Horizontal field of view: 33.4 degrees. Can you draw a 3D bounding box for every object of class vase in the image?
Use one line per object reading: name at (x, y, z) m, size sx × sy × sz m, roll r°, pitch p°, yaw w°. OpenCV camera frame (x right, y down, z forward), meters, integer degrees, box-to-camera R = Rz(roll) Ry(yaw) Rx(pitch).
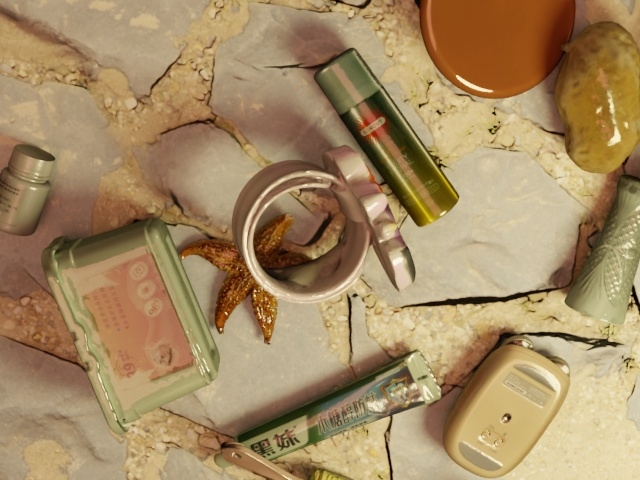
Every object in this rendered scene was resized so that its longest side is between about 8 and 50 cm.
vase at (0.456, 0.011, 1.629) m, size 0.096 × 0.096 × 0.219 m, roll 18°, pitch 102°, yaw 0°

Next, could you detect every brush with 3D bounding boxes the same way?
brush at (-0.026, 0.388, 1.746) m, size 0.313 × 0.067 × 0.072 m, roll 30°, pitch 137°, yaw -17°

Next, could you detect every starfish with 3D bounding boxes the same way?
starfish at (-0.110, 0.053, 1.705) m, size 0.241 × 0.043 × 0.227 m, roll 15°, pitch 102°, yaw 6°

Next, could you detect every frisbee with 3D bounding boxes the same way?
frisbee at (0.262, -0.330, 1.548) m, size 0.251 × 0.021 × 0.250 m, roll -4°, pitch 103°, yaw -17°

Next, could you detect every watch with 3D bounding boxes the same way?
watch at (0.000, 0.000, 1.585) m, size 0.231 × 0.196 × 0.244 m, roll -30°, pitch 110°, yaw -8°

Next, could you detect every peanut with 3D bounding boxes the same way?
peanut at (0.408, -0.205, 1.560) m, size 0.129 × 0.129 × 0.224 m, roll -8°, pitch 103°, yaw 6°

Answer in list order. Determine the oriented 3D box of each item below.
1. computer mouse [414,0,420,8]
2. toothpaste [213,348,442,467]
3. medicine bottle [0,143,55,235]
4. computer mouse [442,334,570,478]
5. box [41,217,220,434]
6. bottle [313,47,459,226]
computer mouse at (0.200, -0.356, 1.565) m, size 0.172 × 0.057 × 0.099 m, roll 31°, pitch 94°, yaw -18°
toothpaste at (0.004, 0.292, 1.743) m, size 0.392 × 0.061 × 0.098 m, roll -24°, pitch 109°, yaw 9°
medicine bottle at (-0.468, -0.080, 1.676) m, size 0.080 × 0.080 × 0.130 m, roll 22°, pitch 103°, yaw -2°
computer mouse at (0.295, 0.269, 1.705) m, size 0.145 × 0.082 × 0.236 m, roll 29°, pitch 102°, yaw -3°
box at (-0.287, 0.118, 1.673) m, size 0.183 × 0.175 × 0.311 m, roll -21°, pitch 102°, yaw 2°
bottle at (0.100, -0.156, 1.615) m, size 0.082 × 0.082 × 0.286 m, roll -34°, pitch 99°, yaw 11°
